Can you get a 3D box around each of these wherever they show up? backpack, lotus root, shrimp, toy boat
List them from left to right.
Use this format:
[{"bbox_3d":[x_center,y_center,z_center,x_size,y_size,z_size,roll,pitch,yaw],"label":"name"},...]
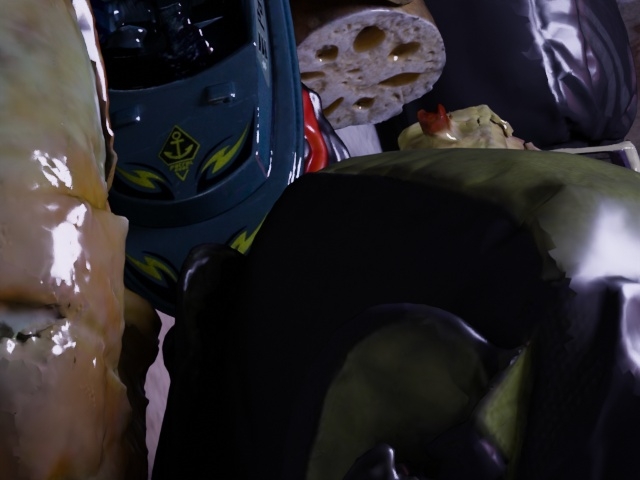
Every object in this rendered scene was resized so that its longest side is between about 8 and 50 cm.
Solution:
[{"bbox_3d":[-0.087,-0.027,0.420,0.145,0.061,0.267,63,9,-70],"label":"shrimp"},{"bbox_3d":[-0.055,-0.072,0.540,0.103,0.093,0.246,67,12,-56],"label":"toy boat"},{"bbox_3d":[0.017,-0.132,0.883,0.122,0.112,0.081,49,23,-58],"label":"lotus root"},{"bbox_3d":[0.028,0.098,0.395,0.207,0.140,0.253,-173,-88,-67],"label":"backpack"},{"bbox_3d":[0.179,-0.195,1.374,0.446,0.255,0.363,11,64,-66],"label":"backpack"}]

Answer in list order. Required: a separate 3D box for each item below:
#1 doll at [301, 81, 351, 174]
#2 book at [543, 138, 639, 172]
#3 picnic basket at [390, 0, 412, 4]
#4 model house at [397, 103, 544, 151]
[{"bbox_3d":[-0.002,0.001,0.709,0.127,0.088,0.248,-14,75,-57],"label":"doll"},{"bbox_3d":[0.175,-0.006,1.162,0.026,0.231,0.157,-49,125,-41],"label":"book"},{"bbox_3d":[0.007,-0.278,0.703,0.313,0.175,0.228,7,64,-53],"label":"picnic basket"},{"bbox_3d":[0.127,0.032,1.032,0.196,0.160,0.254,-89,155,-57],"label":"model house"}]
